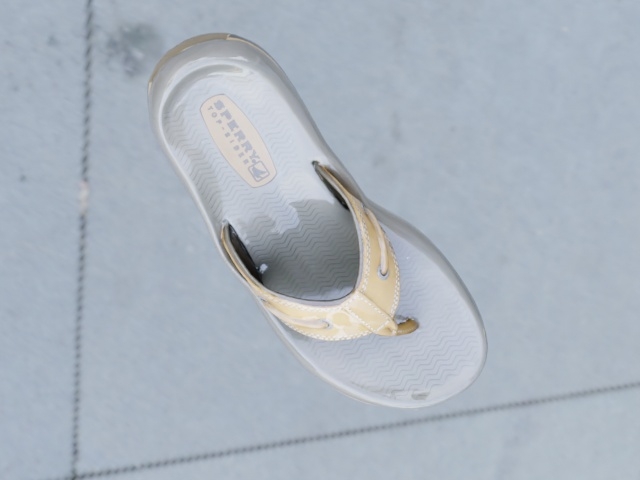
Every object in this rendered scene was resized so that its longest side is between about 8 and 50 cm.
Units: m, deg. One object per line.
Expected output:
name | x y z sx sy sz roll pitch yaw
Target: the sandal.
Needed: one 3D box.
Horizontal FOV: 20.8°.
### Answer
sandal | 0.000 0.000 0.808 0.090 0.060 0.219 -32 112 4
